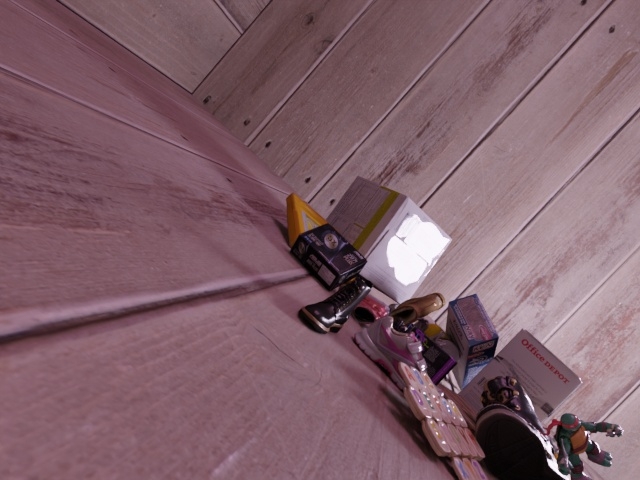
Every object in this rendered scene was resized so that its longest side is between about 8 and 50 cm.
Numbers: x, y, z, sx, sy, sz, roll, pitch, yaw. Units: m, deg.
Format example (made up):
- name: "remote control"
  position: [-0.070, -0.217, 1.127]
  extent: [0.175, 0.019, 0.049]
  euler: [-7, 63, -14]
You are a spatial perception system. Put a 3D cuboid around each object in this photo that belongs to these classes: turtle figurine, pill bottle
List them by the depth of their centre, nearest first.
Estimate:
- name: "turtle figurine"
  position: [0.589, 0.457, 1.278]
  extent: [0.234, 0.175, 0.118]
  euler: [59, -3, -33]
- name: "pill bottle"
  position: [0.383, 0.355, 1.940]
  extent: [0.119, 0.119, 0.208]
  euler: [41, 7, -17]

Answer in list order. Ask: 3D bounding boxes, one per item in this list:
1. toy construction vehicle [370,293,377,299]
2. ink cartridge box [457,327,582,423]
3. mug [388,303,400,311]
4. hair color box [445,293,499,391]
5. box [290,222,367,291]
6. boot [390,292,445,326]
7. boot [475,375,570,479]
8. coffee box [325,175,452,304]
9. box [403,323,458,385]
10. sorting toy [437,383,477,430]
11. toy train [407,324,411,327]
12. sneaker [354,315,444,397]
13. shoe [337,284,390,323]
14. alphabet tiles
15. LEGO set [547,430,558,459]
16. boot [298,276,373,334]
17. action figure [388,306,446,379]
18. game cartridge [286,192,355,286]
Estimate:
- name: "toy construction vehicle"
  position: [0.182, 0.217, 2.022]
  extent: [0.098, 0.035, 0.086]
  euler: [41, 6, -15]
- name: "ink cartridge box"
  position: [0.610, 0.461, 1.746]
  extent: [0.223, 0.307, 0.129]
  euler: [46, 7, 30]
- name: "mug"
  position: [0.300, 0.281, 2.244]
  extent: [0.078, 0.062, 0.064]
  euler: [39, 10, 38]
- name: "hair color box"
  position: [0.500, 0.351, 1.911]
  extent: [0.347, 0.105, 0.174]
  euler: [78, -6, -52]
- name: "box"
  position: [0.025, 0.047, 1.711]
  extent: [0.180, 0.077, 0.147]
  euler: [45, 37, 19]
- name: "boot"
  position: [0.305, 0.264, 2.044]
  extent: [0.269, 0.236, 0.089]
  euler: [-11, 71, -55]
- name: "boot"
  position: [0.469, 0.455, 1.409]
  extent: [0.377, 0.138, 0.284]
  euler: [44, 19, -25]
- name: "coffee box"
  position: [0.238, -0.001, 2.268]
  extent: [0.337, 0.338, 0.334]
  euler: [38, -4, -37]
- name: "box"
  position: [0.261, 0.309, 1.483]
  extent: [0.162, 0.116, 0.029]
  euler: [41, 4, -12]
- name: "sorting toy"
  position: [0.404, 0.484, 1.592]
  extent: [0.193, 0.038, 0.208]
  euler: [37, 4, -46]
- name: "toy train"
  position: [0.397, 0.379, 2.333]
  extent: [0.158, 0.027, 0.036]
  euler: [42, 17, -9]
- name: "sneaker"
  position: [0.203, 0.278, 1.340]
  extent: [0.252, 0.111, 0.103]
  euler: [43, 6, 7]
- name: "shoe"
  position: [0.108, 0.183, 1.636]
  extent: [0.178, 0.063, 0.081]
  euler: [26, 23, 30]
- name: "alphabet tiles"
  position: [0.257, 0.376, 1.156]
  extent: [0.284, 0.021, 0.278]
  euler: [34, 22, -52]
- name: "LEGO set"
  position: [0.624, 0.641, 1.577]
  extent: [0.287, 0.132, 0.107]
  euler: [78, 9, -45]
- name: "boot"
  position: [0.037, 0.127, 1.218]
  extent: [0.077, 0.137, 0.198]
  euler: [44, 7, 15]
- name: "action figure"
  position: [0.298, 0.303, 1.675]
  extent: [0.275, 0.141, 0.164]
  euler: [38, -4, -28]
- name: "game cartridge"
  position: [0.000, 0.000, 1.959]
  extent: [0.285, 0.052, 0.324]
  euler: [40, 22, -26]
